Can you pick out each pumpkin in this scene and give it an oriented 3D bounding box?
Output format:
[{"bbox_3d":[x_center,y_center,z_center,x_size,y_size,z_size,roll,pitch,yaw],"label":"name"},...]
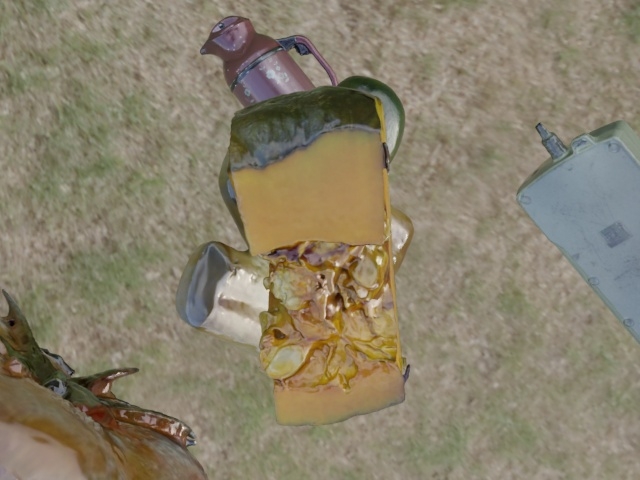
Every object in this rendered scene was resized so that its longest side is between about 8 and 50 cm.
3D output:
[{"bbox_3d":[0.001,0.000,0.925,0.139,0.281,0.190,-7,153,3],"label":"pumpkin"}]

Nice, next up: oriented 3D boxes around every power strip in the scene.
[{"bbox_3d":[0.202,0.013,0.637,0.227,0.029,0.080,48,130,-10],"label":"power strip"}]

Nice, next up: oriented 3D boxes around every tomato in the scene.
[{"bbox_3d":[-0.150,0.115,0.463,0.214,0.155,0.181,31,76,-9],"label":"tomato"}]

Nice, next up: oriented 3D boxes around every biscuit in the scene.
[{"bbox_3d":[-0.022,0.025,1.186,0.290,0.062,0.237,27,76,-40],"label":"biscuit"}]

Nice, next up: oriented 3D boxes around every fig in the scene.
[{"bbox_3d":[0.055,-0.122,1.368,0.117,0.117,0.178,8,81,-23],"label":"fig"}]

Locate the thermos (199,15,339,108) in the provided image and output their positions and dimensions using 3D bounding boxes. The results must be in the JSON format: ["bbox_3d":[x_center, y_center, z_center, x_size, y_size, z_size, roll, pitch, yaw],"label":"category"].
[{"bbox_3d":[-0.047,-0.220,1.630,0.330,0.109,0.136,51,129,4],"label":"thermos"}]
